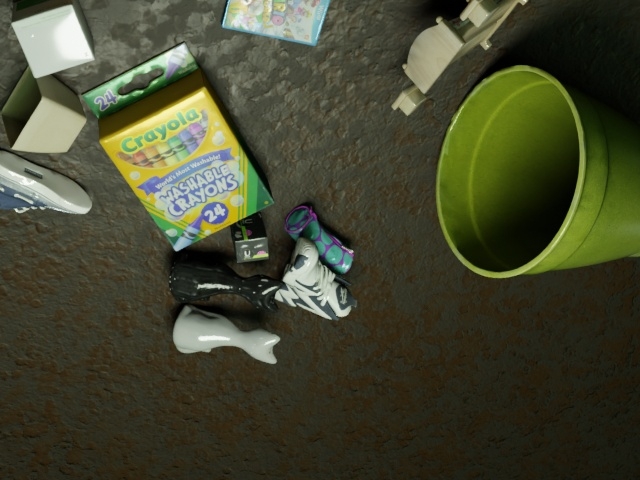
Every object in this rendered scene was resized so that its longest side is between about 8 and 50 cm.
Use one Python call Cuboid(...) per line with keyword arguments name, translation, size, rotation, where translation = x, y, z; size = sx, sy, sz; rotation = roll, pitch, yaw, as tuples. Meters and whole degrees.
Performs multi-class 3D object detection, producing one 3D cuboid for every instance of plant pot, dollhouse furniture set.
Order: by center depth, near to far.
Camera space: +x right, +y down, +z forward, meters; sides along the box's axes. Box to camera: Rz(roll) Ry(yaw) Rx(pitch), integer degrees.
Cuboid(name="plant pot", translation=(-0.448, -0.206, 1.707), size=(0.096, 0.109, 0.109), rotation=(18, 120, -39))
Cuboid(name="dollhouse furniture set", translation=(0.248, -0.423, 1.729), size=(0.303, 0.174, 0.355), rotation=(-37, 172, -36))
Cuboid(name="plant pot", translation=(0.460, -0.100, 1.878), size=(0.353, 0.366, 0.366), rotation=(7, 124, -32))

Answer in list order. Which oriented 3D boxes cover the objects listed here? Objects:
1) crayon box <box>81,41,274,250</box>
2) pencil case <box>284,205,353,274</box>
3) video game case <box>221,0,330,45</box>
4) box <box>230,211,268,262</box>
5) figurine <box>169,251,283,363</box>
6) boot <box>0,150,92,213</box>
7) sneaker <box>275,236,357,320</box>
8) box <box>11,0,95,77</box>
Cuboid(name="crayon box", translation=(-0.242, -0.154, 1.804), size=(0.203, 0.083, 0.323), rotation=(-26, 127, 5))
Cuboid(name="pencil case", translation=(0.000, 0.000, 1.986), size=(0.070, 0.064, 0.151), rotation=(-29, 128, 25))
Cuboid(name="video game case", translation=(-0.070, -0.391, 1.716), size=(0.166, 0.015, 0.119), rotation=(8, 123, -19))
Cuboid(name="box", translation=(-0.133, -0.006, 1.936), size=(0.062, 0.083, 0.052), rotation=(-9, 127, -8))
Cuboid(name="figurine", translation=(-0.172, 0.138, 1.975), size=(0.209, 0.092, 0.215), rotation=(11, 127, 12))
Cuboid(name="boot", translation=(-0.499, -0.081, 1.811), size=(0.190, 0.069, 0.086), rotation=(29, 121, -21))
Cuboid(name="sneaker", translation=(0.006, 0.079, 1.953), size=(0.153, 0.094, 0.235), rotation=(21, 150, -3))
Cuboid(name="box", translation=(-0.418, -0.327, 1.631), size=(0.101, 0.087, 0.102), rotation=(-17, 128, -1))
